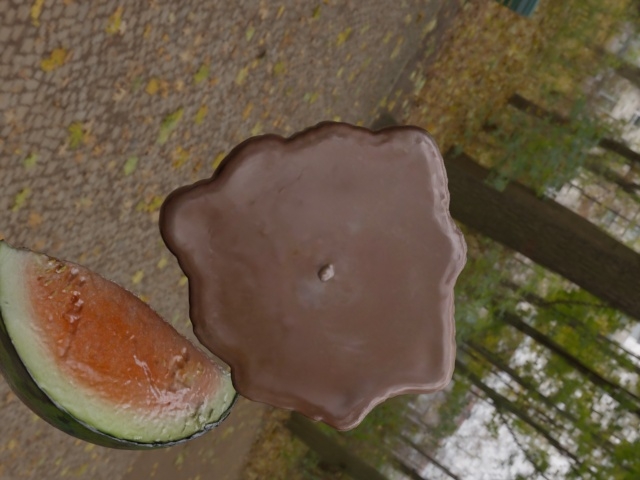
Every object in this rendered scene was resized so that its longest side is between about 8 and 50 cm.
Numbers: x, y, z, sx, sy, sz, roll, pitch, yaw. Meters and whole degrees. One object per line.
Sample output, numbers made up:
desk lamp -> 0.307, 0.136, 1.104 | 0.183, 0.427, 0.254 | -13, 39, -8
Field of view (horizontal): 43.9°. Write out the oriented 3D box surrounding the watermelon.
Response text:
watermelon -> -0.168, 0.099, 0.629 | 0.063, 0.245, 0.119 | -9, -129, 53

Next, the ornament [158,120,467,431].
ornament -> 0.000, 0.000, 0.639 | 0.221, 0.235, 0.217 | -61, -173, 7
